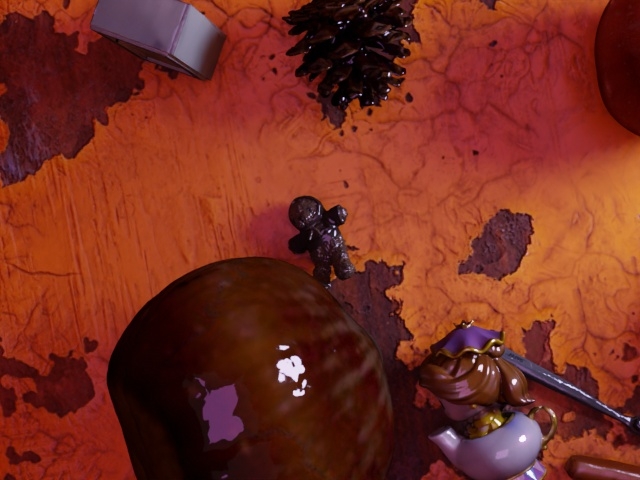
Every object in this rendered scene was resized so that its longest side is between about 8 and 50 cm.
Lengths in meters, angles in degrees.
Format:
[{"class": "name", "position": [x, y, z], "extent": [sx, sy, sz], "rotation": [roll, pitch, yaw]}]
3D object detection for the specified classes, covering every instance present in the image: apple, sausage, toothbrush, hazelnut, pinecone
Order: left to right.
[{"class": "hazelnut", "position": [-0.108, 0.248, 1.262], "extent": [0.402, 0.402, 0.429], "rotation": [-31, 86, 6]}, {"class": "pinecone", "position": [0.046, -0.290, 1.312], "extent": [0.207, 0.208, 0.208], "rotation": [0, 91, 6]}, {"class": "toothbrush", "position": [0.387, 0.232, 1.364], "extent": [0.297, 0.031, 0.030], "rotation": [27, 70, 7]}, {"class": "sausage", "position": [0.445, 0.362, 1.353], "extent": [0.131, 0.041, 0.039], "rotation": [9, 114, 6]}, {"class": "apple", "position": [0.522, -0.268, 1.244], "extent": [0.260, 0.216, 0.261], "rotation": [0, 90, 6]}]

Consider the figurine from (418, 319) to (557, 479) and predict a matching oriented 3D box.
[{"class": "figurine", "position": [0.244, 0.249, 1.323], "extent": [0.189, 0.142, 0.264], "rotation": [-24, 90, 8]}]

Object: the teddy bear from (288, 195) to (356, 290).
[{"class": "teddy bear", "position": [0.006, 0.002, 1.383], "extent": [0.119, 0.078, 0.161], "rotation": [-32, 70, 28]}]

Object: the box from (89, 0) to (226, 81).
[{"class": "box", "position": [-0.238, -0.314, 1.322], "extent": [0.129, 0.225, 0.086], "rotation": [21, 94, 6]}]
